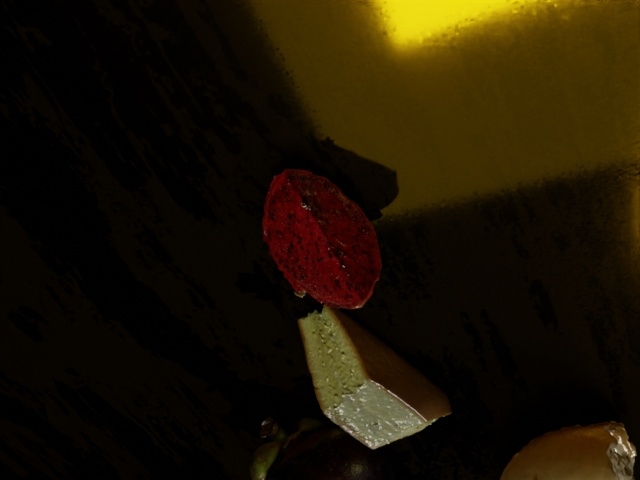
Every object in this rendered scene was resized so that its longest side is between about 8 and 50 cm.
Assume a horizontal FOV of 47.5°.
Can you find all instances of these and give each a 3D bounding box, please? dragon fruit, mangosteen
[{"bbox_3d":[0.000,0.000,0.789,0.162,0.083,0.106,55,138,2],"label":"dragon fruit"},{"bbox_3d":[-0.004,0.355,1.011,0.216,0.216,0.216,9,132,9],"label":"mangosteen"}]

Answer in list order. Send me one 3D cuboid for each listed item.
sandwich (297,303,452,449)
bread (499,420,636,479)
[{"bbox_3d":[0.070,0.190,0.928,0.258,0.096,0.094,40,124,-22],"label":"sandwich"},{"bbox_3d":[0.330,0.360,0.944,0.192,0.171,0.314,-16,124,31],"label":"bread"}]
